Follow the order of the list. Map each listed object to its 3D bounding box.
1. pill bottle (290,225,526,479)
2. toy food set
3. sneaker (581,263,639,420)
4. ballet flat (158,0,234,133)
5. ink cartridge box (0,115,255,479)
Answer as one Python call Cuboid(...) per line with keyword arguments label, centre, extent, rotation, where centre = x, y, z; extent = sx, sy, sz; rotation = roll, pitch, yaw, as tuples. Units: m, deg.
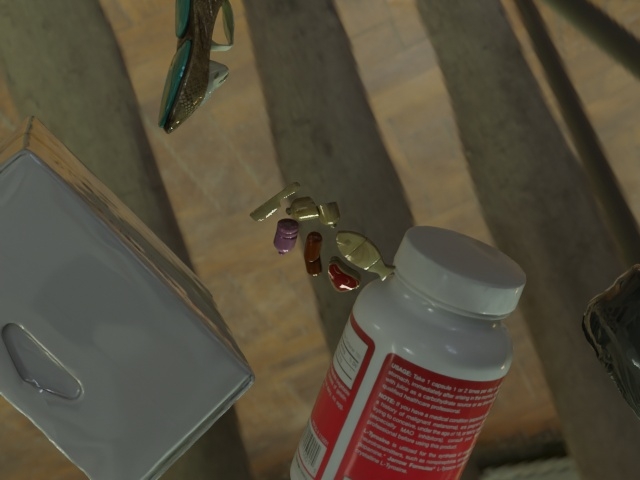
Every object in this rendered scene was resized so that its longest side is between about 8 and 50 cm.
Cuboid(label="pill bottle", centre=(0.125, 0.196, 1.815), extent=(0.229, 0.229, 0.407), rotation=(4, 116, -39))
Cuboid(label="toy food set", centre=(0.000, 0.000, 1.151), extent=(0.078, 0.019, 0.122), rotation=(-34, 113, 27))
Cuboid(label="sneaker", centre=(0.339, 0.069, 0.553), extent=(0.448, 0.169, 0.257), rotation=(31, 107, -18))
Cuboid(label="ballet flat", centre=(-0.127, -0.205, 1.418), extent=(0.067, 0.206, 0.073), rotation=(15, 161, -22))
Cuboid(label="ink cartridge box", centre=(-0.236, 0.045, 1.268), extent=(0.166, 0.395, 0.285), rotation=(-44, 105, -1))
